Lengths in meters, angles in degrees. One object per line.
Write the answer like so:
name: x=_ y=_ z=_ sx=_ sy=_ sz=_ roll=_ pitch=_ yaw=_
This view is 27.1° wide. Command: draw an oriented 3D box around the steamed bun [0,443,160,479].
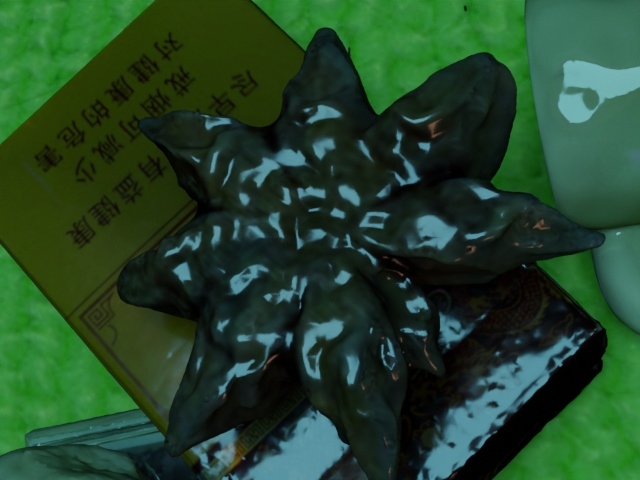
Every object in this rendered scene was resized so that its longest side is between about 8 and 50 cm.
steamed bun: x=-0.161 y=0.301 z=0.790 sx=0.237 sy=0.346 sz=0.394 roll=8 pitch=59 yaw=23

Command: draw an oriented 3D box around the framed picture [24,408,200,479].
framed picture: x=-0.103 y=0.262 z=0.968 sx=0.232 sy=0.019 sz=0.296 roll=-14 pitch=73 yaw=13

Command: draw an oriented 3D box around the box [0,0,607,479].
box: x=-0.033 y=0.028 z=0.942 sx=0.264 sy=0.116 sz=0.415 roll=-44 pitch=69 yaw=-6

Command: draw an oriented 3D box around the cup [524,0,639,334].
cup: x=0.252 y=-0.064 z=0.863 sx=0.202 sy=0.173 sz=0.255 roll=-9 pitch=74 yaw=16

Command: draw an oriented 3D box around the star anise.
star anise: x=0.014 y=0.010 z=0.819 sx=0.315 sy=0.108 sz=0.315 roll=-6 pitch=62 yaw=11
